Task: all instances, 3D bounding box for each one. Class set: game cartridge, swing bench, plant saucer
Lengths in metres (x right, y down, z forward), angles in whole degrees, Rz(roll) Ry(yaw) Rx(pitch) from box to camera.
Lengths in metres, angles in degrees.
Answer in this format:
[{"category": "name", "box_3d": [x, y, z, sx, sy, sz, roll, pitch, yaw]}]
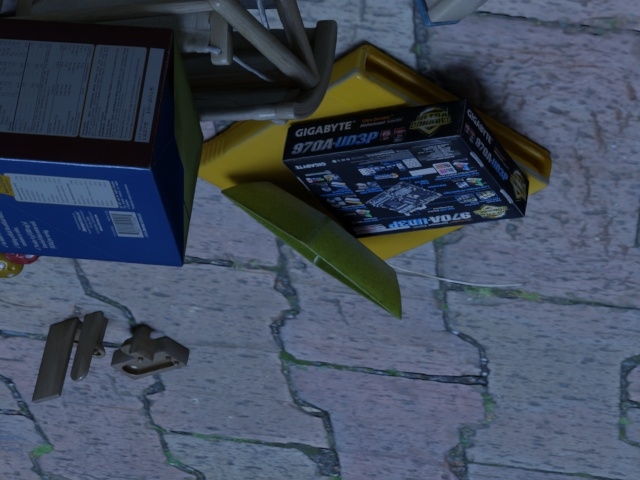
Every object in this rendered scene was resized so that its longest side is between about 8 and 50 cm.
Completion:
[{"category": "game cartridge", "box_3d": [0.054, -0.088, 2.070, 0.285, 0.052, 0.324, 28, 148, -28]}, {"category": "swing bench", "box_3d": [-0.147, -0.194, 1.649, 0.253, 0.165, 0.254, -3, 149, 20]}, {"category": "plant saucer", "box_3d": [0.000, 0.000, 2.080, 0.188, 0.045, 0.188, 38, 175, -40]}]

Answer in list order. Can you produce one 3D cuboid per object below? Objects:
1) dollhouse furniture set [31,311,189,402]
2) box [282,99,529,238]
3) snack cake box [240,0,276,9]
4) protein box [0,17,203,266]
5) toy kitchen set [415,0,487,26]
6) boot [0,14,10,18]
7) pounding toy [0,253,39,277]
[{"category": "dollhouse furniture set", "box_3d": [-0.300, 0.194, 2.582, 0.144, 0.123, 0.151, -17, 141, 39]}, {"category": "box", "box_3d": [0.094, -0.075, 1.973, 0.220, 0.051, 0.175, -7, 147, 30]}, {"category": "snack cake box", "box_3d": [-0.171, -0.300, 1.728, 0.264, 0.089, 0.152, 2, 150, 14]}, {"category": "protein box", "box_3d": [-0.220, -0.083, 1.560, 0.201, 0.136, 0.200, 5, 156, 6]}, {"category": "toy kitchen set", "box_3d": [0.131, -0.267, 1.525, 0.207, 0.166, 0.122, -14, 172, -42]}, {"category": "boot", "box_3d": [-0.344, -0.199, 2.000, 0.121, 0.045, 0.099, -16, 142, 41]}, {"category": "pounding toy", "box_3d": [-0.411, -0.011, 2.278, 0.237, 0.110, 0.183, 6, 150, 7]}]
